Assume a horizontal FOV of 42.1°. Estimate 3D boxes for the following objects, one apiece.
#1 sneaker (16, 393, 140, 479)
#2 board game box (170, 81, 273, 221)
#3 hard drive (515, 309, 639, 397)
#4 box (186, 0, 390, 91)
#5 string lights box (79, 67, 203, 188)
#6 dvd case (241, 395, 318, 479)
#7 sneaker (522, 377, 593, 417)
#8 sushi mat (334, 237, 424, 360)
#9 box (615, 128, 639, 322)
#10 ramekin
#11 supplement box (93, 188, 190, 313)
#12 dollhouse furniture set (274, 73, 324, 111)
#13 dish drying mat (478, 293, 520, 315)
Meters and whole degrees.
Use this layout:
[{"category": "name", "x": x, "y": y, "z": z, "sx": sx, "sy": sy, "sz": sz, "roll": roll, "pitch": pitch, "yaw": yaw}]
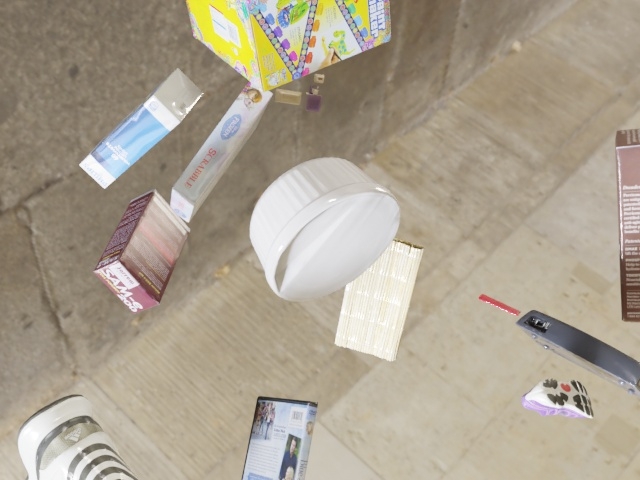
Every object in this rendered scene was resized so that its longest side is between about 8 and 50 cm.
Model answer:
[{"category": "sneaker", "x": -0.377, "y": 0.472, "z": 1.400, "sx": 0.169, "sy": 0.257, "sz": 0.447, "roll": -30, "pitch": 151, "yaw": -27}, {"category": "board game box", "x": -0.249, "y": -0.208, "z": 2.022, "sx": 0.318, "sy": 0.066, "sz": 0.318, "roll": -57, "pitch": -174, "yaw": -13}, {"category": "hard drive", "x": 0.516, "y": 0.219, "z": 1.606, "sx": 0.054, "sy": 0.255, "sz": 0.172, "roll": -59, "pitch": 142, "yaw": -4}, {"category": "box", "x": -0.068, "y": -0.450, "z": 1.537, "sx": 0.279, "sy": 0.290, "sz": 0.177, "roll": -26, "pitch": 134, "yaw": -20}, {"category": "string lights box", "x": -0.367, "y": -0.227, "z": 1.704, "sx": 0.260, "sy": 0.077, "sz": 0.133, "roll": -33, "pitch": -160, "yaw": 32}, {"category": "dvd case", "x": -0.079, "y": 0.386, "z": 1.366, "sx": 0.022, "sy": 0.180, "sz": 0.253, "roll": 18, "pitch": 75, "yaw": -28}, {"category": "sneaker", "x": 0.426, "y": 0.287, "z": 1.495, "sx": 0.170, "sy": 0.068, "sz": 0.071, "roll": 20, "pitch": 140, "yaw": -33}, {"category": "sushi mat", "x": 0.129, "y": 0.128, "z": 1.876, "sx": 0.019, "sy": 0.151, "sz": 0.316, "roll": -64, "pitch": 166, "yaw": -59}, {"category": "box", "x": 0.695, "y": -0.034, "z": 1.747, "sx": 0.191, "sy": 0.143, "sz": 0.381, "roll": -41, "pitch": 128, "yaw": -64}, {"category": "ramekin", "x": -0.002, "y": -0.028, "z": 1.472, "sx": 0.273, "sy": 0.127, "sz": 0.273, "roll": -27, "pitch": 148, "yaw": -18}, {"category": "supplement box", "x": -0.362, "y": 0.019, "z": 1.712, "sx": 0.073, "sy": 0.130, "sz": 0.239, "roll": -23, "pitch": -149, "yaw": 26}, {"category": "dollhouse furniture set", "x": -0.056, "y": -0.378, "z": 2.073, "sx": 0.081, "sy": 0.114, "sz": 0.091, "roll": -117, "pitch": -145, "yaw": -71}, {"category": "dish drying mat", "x": 0.353, "y": 0.128, "z": 1.641, "sx": 0.032, "sy": 0.083, "sz": 0.008, "roll": -17, "pitch": 130, "yaw": -65}]
